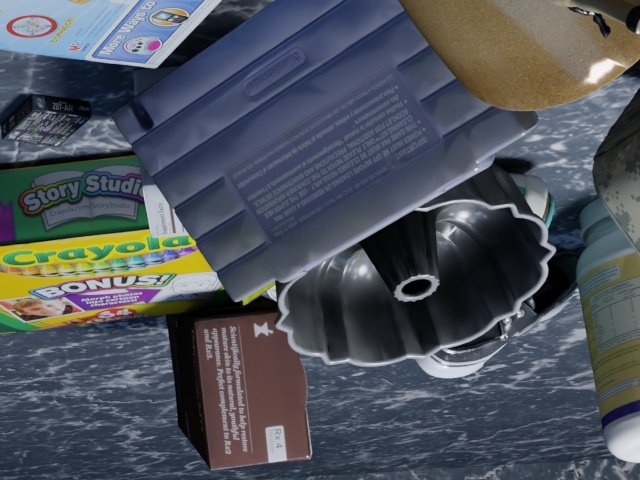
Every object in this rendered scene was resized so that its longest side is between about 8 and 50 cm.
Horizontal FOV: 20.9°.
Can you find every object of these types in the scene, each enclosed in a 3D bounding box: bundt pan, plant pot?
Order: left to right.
[{"bbox_3d":[0.093,0.006,1.993,0.330,0.124,0.331,-12,147,-8],"label":"bundt pan"},{"bbox_3d":[0.122,-0.261,1.301,0.237,0.237,0.254,-20,143,32],"label":"plant pot"}]

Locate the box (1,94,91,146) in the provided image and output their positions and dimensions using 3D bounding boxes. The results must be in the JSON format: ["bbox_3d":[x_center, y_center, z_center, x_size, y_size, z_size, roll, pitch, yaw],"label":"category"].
[{"bbox_3d":[-0.287,-0.124,1.814,0.067,0.018,0.083,5,158,-32],"label":"box"}]

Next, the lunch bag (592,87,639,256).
[{"bbox_3d":[0.443,-0.097,1.740,0.256,0.212,0.305,-37,-176,32],"label":"lunch bag"}]

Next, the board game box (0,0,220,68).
[{"bbox_3d":[-0.208,-0.252,1.368,0.302,0.086,0.308,4,158,-30],"label":"board game box"}]

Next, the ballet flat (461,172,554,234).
[{"bbox_3d":[0.148,0.010,2.238,0.139,0.139,0.400,3,155,-27],"label":"ballet flat"}]

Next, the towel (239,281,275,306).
[{"bbox_3d":[0.000,0.000,2.103,0.237,0.021,0.102,-35,164,-11],"label":"towel"}]

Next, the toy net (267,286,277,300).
[{"bbox_3d":[-0.026,0.046,2.363,0.122,0.045,0.232,3,159,-29],"label":"toy net"}]

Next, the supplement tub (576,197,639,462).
[{"bbox_3d":[0.467,0.107,2.277,0.241,0.331,0.241,-6,162,-2],"label":"supplement tub"}]

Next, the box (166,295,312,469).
[{"bbox_3d":[-0.115,0.177,2.293,0.143,0.191,0.381,-6,-178,-12],"label":"box"}]

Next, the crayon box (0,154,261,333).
[{"bbox_3d":[-0.254,0.005,2.065,0.363,0.106,0.313,-7,161,-4],"label":"crayon box"}]

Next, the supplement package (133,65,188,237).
[{"bbox_3d":[-0.063,-0.098,1.783,0.244,0.139,0.134,-6,157,-4],"label":"supplement package"}]

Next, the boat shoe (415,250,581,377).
[{"bbox_3d":[0.255,0.093,2.418,0.301,0.108,0.102,-22,161,-33],"label":"boat shoe"}]

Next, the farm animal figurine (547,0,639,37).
[{"bbox_3d":[0.218,-0.324,1.116,0.330,0.172,0.327,-51,152,2],"label":"farm animal figurine"}]

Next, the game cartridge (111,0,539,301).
[{"bbox_3d":[0.000,-0.110,1.591,0.355,0.230,0.068,-30,-170,30],"label":"game cartridge"}]
